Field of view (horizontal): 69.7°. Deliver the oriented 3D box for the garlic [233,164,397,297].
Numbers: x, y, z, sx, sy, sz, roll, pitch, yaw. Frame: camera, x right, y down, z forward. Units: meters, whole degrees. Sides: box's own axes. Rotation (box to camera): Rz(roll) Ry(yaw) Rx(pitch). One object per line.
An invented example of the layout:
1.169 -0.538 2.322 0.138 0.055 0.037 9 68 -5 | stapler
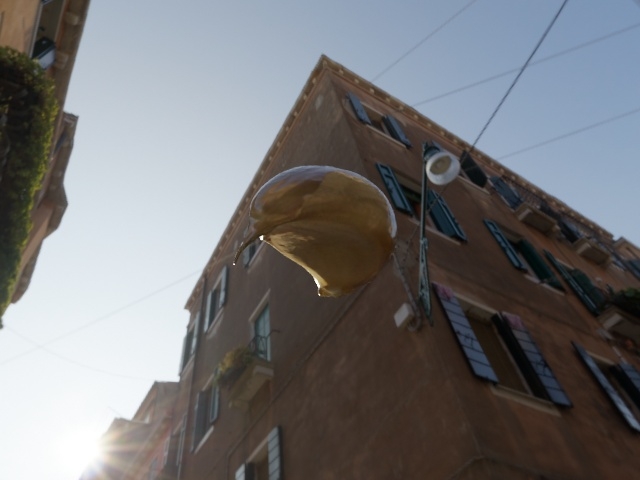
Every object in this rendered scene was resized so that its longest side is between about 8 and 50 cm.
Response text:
0.005 -0.013 0.576 0.164 0.145 0.244 -59 -35 0 | garlic
